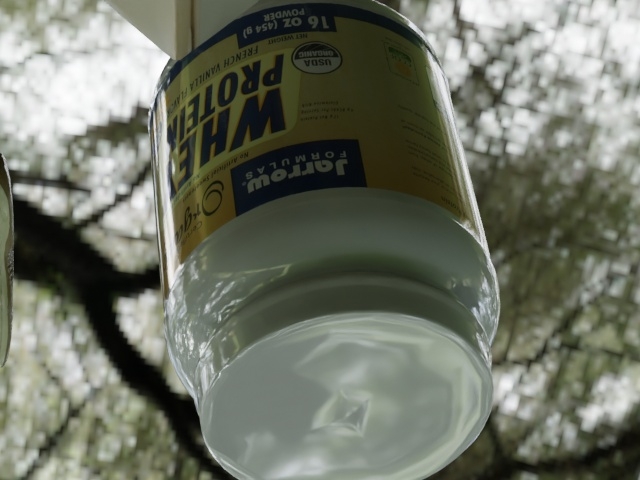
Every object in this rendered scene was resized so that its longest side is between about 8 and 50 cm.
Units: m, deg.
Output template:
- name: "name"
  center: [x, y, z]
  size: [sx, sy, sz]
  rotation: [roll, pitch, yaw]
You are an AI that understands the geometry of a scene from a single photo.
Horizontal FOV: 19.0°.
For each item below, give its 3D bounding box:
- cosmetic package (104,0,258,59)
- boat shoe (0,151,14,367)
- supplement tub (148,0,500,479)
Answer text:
- name: "cosmetic package"
  center: [-0.097, -0.267, 1.114]
  size: [0.160, 0.309, 0.113]
  rotation: [41, -115, 19]
- name: "boat shoe"
  center: [-0.320, 0.019, 1.761]
  size: [0.073, 0.223, 0.080]
  rotation: [-2, -146, -12]
- name: "supplement tub"
  center: [0.000, 0.000, 1.342]
  size: [0.228, 0.228, 0.316]
  rotation: [3, -136, -13]
